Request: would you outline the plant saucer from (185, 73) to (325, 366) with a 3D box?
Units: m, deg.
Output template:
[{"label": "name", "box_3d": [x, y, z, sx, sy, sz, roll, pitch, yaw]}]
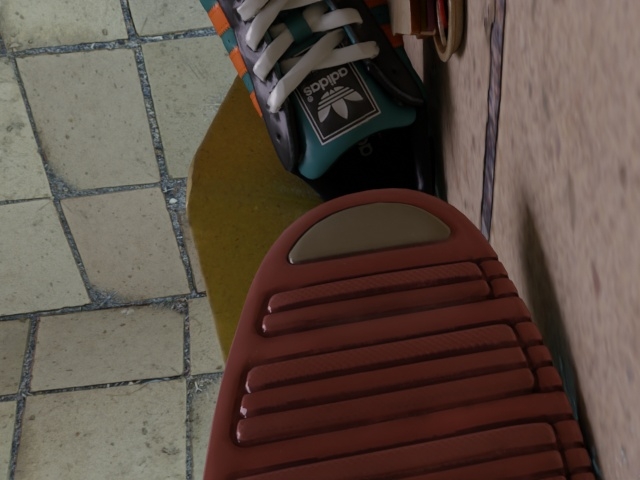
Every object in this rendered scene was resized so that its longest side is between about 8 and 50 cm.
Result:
[{"label": "plant saucer", "box_3d": [0.000, 0.000, 0.856, 0.332, 0.081, 0.332, -74, -20, -52]}]

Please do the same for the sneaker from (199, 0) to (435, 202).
[{"label": "sneaker", "box_3d": [0.000, -0.116, 0.590, 0.302, 0.108, 0.121, 56, -170, -38]}]

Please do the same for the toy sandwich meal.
[{"label": "toy sandwich meal", "box_3d": [0.052, -0.130, 0.527, 0.085, 0.029, 0.085, 173, 90, -89]}]

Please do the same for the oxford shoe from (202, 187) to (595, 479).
[{"label": "oxford shoe", "box_3d": [0.039, 0.178, 0.386, 0.146, 0.141, 0.396, 65, -161, -69]}]
